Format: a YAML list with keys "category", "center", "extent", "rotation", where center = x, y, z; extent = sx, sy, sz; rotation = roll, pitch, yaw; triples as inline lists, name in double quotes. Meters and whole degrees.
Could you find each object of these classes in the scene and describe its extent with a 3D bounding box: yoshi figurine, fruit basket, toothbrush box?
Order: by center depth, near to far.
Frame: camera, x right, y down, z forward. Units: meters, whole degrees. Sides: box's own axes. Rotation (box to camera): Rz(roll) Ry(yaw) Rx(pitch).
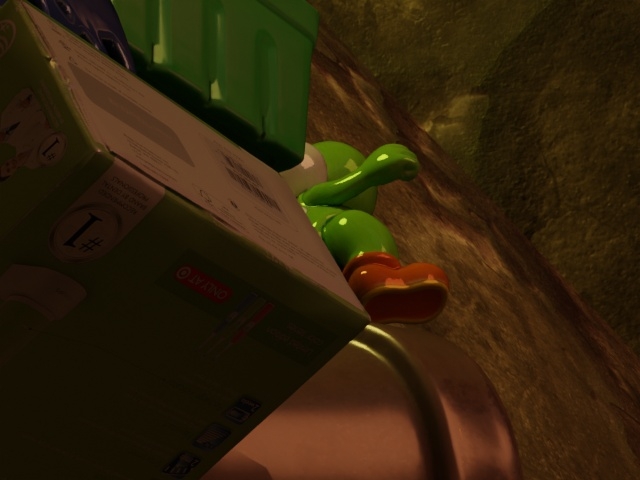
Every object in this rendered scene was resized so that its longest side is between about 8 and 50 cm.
- category: "toothbrush box"
  center: [-0.154, 0.057, 0.882]
  extent: [0.206, 0.283, 0.122]
  rotation: [32, 18, -47]
- category: "fruit basket"
  center: [-0.207, -0.224, 1.690]
  extent: [0.392, 0.283, 0.392]
  rotation: [46, 28, -33]
- category: "yoshi figurine"
  center: [0.026, -0.006, 1.921]
  extent: [0.362, 0.204, 0.203]
  rotation: [56, 0, 44]

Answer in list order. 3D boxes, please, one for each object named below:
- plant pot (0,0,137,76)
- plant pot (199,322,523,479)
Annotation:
- category: "plant pot"
  center: [-0.231, -0.038, 1.072]
  extent: [0.236, 0.236, 0.212]
  rotation: [25, 32, -60]
- category: "plant pot"
  center: [-0.049, 0.161, 1.064]
  extent: [0.229, 0.263, 0.263]
  rotation: [15, 30, -36]
